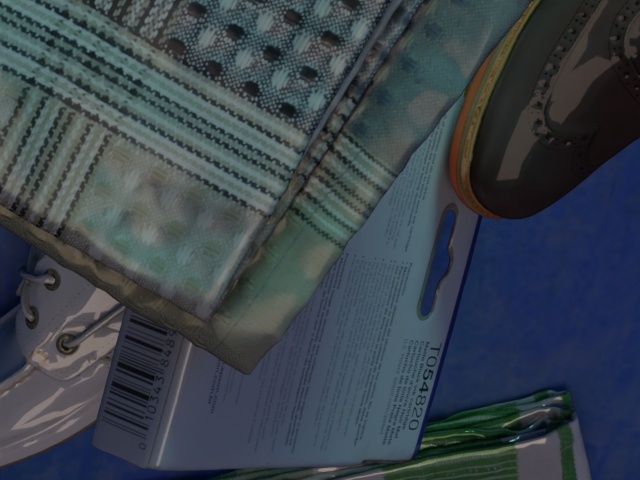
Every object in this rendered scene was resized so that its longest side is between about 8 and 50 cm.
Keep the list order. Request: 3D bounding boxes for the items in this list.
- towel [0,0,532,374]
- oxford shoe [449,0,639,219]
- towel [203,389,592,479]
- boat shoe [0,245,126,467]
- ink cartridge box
[{"bbox_3d":[-0.067,-0.145,0.748,0.324,0.056,0.312,32,95,-17],"label":"towel"},{"bbox_3d":[0.171,-0.105,0.921,0.271,0.098,0.097,-48,130,9],"label":"oxford shoe"},{"bbox_3d":[0.015,0.226,1.171,0.324,0.038,0.248,-14,124,0],"label":"towel"},{"bbox_3d":[-0.115,0.023,0.994,0.277,0.098,0.096,-31,121,0],"label":"boat shoe"},{"bbox_3d":[0.000,0.000,0.919,0.224,0.045,0.223,10,96,-56],"label":"ink cartridge box"}]
